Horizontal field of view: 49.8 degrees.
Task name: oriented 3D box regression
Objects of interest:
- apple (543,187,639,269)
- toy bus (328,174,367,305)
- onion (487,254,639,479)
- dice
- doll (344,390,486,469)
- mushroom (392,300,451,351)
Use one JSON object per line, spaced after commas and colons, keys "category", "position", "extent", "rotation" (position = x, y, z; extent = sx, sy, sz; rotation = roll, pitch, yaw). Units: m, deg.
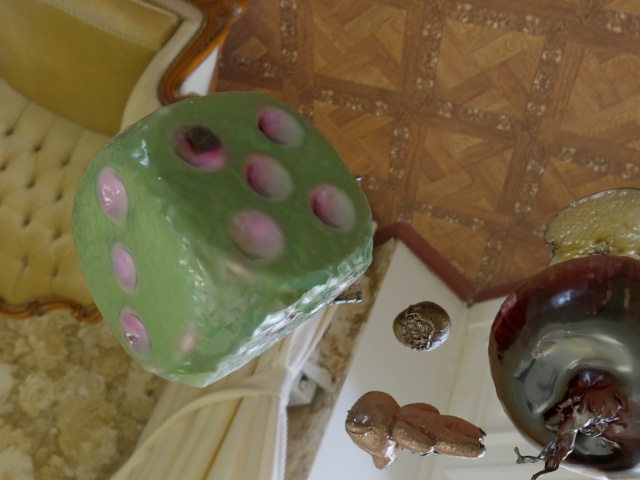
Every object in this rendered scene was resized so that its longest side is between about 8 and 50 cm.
{"category": "apple", "position": [0.564, 0.062, 1.314], "extent": [0.251, 0.293, 0.163], "rotation": [-4, 140, 45]}
{"category": "toy bus", "position": [0.000, 0.000, 1.458], "extent": [0.138, 0.167, 0.275], "rotation": [4, 97, 46]}
{"category": "onion", "position": [0.320, 0.159, 0.789], "extent": [0.273, 0.285, 0.273], "rotation": [10, 112, 27]}
{"category": "dice", "position": [-0.141, 0.002, 0.998], "extent": [0.330, 0.318, 0.322], "rotation": [57, 138, 11]}
{"category": "doll", "position": [0.198, 0.431, 1.484], "extent": [0.303, 0.201, 0.156], "rotation": [14, 99, 14]}
{"category": "mushroom", "position": [0.215, 0.183, 1.467], "extent": [0.126, 0.085, 0.109], "rotation": [-46, 70, 29]}
